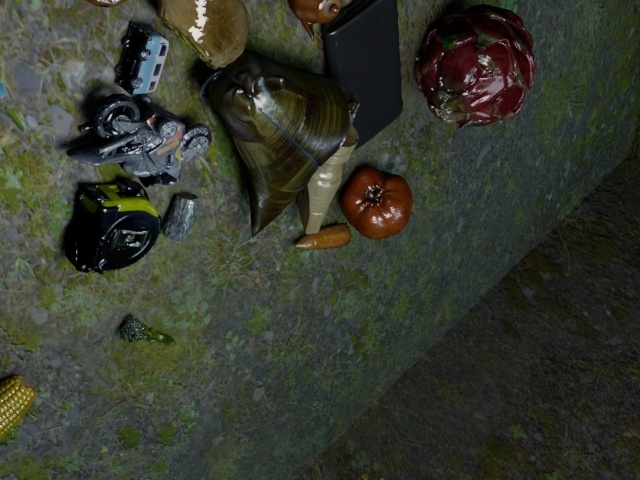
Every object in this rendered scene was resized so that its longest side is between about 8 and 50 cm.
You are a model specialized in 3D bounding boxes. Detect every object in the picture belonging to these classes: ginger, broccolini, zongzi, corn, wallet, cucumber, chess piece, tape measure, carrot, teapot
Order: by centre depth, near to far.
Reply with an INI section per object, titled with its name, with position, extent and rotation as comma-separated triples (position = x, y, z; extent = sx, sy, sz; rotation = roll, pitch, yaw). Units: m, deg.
[ginger]
position = -0.201, -0.449, 1.501
extent = 0.221, 0.130, 0.276
rotation = -62, 155, 1
[tape measure]
position = -0.416, -0.030, 1.683
extent = 0.186, 0.112, 0.199
rotation = -12, 134, -50
[teapot]
position = 0.000, -0.510, 1.722
extent = 0.116, 0.116, 0.173
rotation = -4, 126, -52
[corn]
position = -0.738, 0.412, 1.740
extent = 0.305, 0.106, 0.106
rotation = -47, 150, -16
[zongzi]
position = -0.150, -0.190, 1.783
extent = 0.403, 0.208, 0.432
rotation = 6, 123, -56
[cucumber]
position = -0.311, -0.054, 1.842
extent = 0.064, 0.064, 0.112
rotation = -6, 127, -51
[wallet]
position = 0.111, -0.416, 2.023
extent = 0.228, 0.062, 0.406
rotation = -39, 147, -20
[broccolini]
position = -0.413, 0.235, 2.024
extent = 0.058, 0.067, 0.216
rotation = -17, 157, 20
[chess piece]
position = -0.001, -0.156, 2.063
extent = 0.137, 0.137, 0.301
rotation = -22, 142, -40
[carrot]
position = 0.000, 0.000, 2.317
extent = 0.205, 0.072, 0.072
rotation = -16, 135, -42

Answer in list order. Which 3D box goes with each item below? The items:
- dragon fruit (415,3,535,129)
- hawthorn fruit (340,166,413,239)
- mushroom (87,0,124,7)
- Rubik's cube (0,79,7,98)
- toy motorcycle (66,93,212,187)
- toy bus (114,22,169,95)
[dragon fruit]
position = 0.411, -0.457, 2.148
extent = 0.329, 0.329, 0.329
rotation = -34, 146, -27
[hawthorn fruit]
position = 0.170, -0.094, 2.324
extent = 0.207, 0.207, 0.243
rotation = -49, 158, -4
[mushroom]
position = -0.348, -0.445, 1.343
extent = 0.127, 0.087, 0.127
rotation = -31, 147, -24
[Rubik's cube]
position = -0.556, -0.241, 1.302
extent = 0.073, 0.075, 0.084
rotation = -16, 176, 40
[toy motorcycle]
position = -0.345, -0.187, 1.614
extent = 0.173, 0.108, 0.307
rotation = -54, 148, 15
[toy bus]
position = -0.327, -0.336, 1.518
extent = 0.075, 0.060, 0.123
rotation = -16, 137, -51
